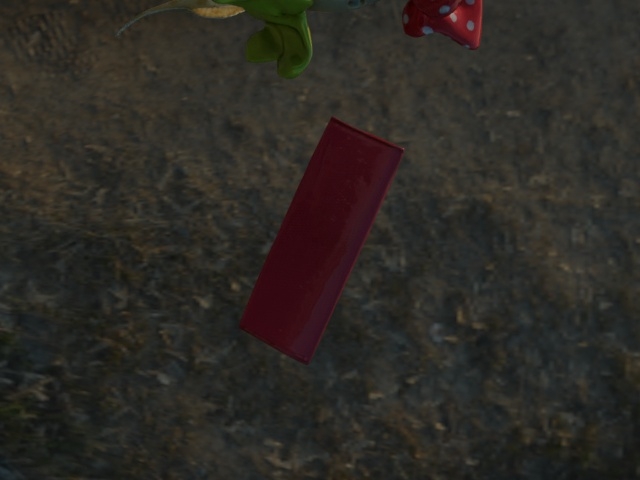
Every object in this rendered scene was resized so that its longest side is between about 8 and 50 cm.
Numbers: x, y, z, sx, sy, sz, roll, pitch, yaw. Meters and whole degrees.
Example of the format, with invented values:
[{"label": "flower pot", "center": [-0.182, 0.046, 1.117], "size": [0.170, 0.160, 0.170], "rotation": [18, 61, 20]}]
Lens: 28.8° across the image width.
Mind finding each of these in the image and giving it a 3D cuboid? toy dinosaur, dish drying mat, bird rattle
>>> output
[{"label": "toy dinosaur", "center": [-0.109, -0.239, 1.245], "size": [0.093, 0.183, 0.053], "rotation": [-71, 161, -56]}, {"label": "dish drying mat", "center": [0.000, 0.000, 0.441], "size": [0.008, 0.032, 0.083], "rotation": [12, 103, -62]}, {"label": "bird rattle", "center": [0.023, -0.246, 0.998], "size": [0.143, 0.253, 0.207], "rotation": [37, 39, -70]}]
